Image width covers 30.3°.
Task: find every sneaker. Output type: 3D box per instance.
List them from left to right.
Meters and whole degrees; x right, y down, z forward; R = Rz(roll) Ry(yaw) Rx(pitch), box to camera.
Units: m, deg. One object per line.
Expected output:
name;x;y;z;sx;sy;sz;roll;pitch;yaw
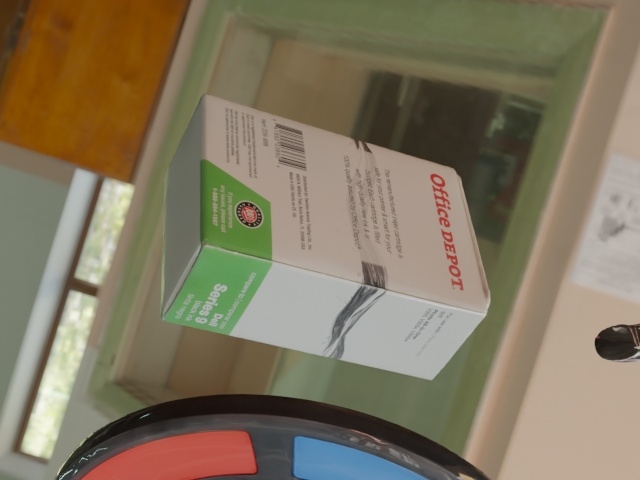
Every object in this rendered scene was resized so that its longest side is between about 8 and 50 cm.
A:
sneaker;0.506;0.150;1.802;0.178;0.072;0.077;-4;165;9

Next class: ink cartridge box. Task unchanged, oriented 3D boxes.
ink cartridge box;0.000;0.000;1.159;0.289;0.121;0.211;15;-138;-19

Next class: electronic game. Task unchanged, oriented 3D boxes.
electronic game;-0.013;0.152;0.530;0.229;0.229;0.048;17;-139;-3
